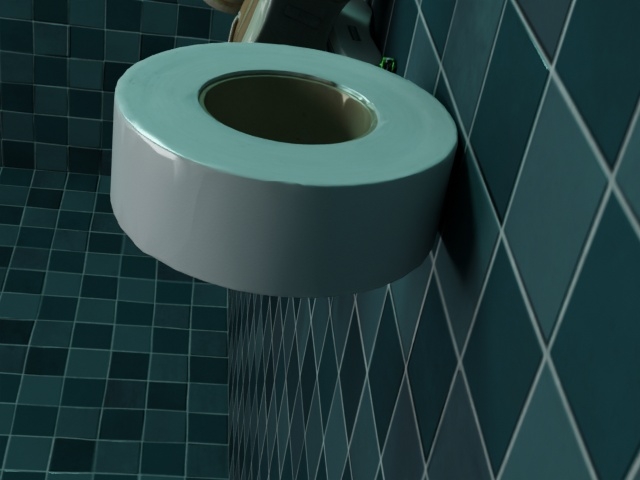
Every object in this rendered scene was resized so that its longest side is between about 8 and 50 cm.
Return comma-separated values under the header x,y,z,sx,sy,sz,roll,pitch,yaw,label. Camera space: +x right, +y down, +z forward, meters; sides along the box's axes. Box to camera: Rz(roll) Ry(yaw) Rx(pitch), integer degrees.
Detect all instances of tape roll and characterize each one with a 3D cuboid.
x,y,z,sx,sy,sz,roll,pitch,yaw,label
-0.031,-0.070,0.860,0.286,0.286,0.100,-100,17,-59,tape roll

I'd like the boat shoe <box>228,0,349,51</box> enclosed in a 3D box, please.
x,y,z,sx,sy,sz,roll,pitch,yaw,label
-0.024,-0.306,1.184,0.324,0.123,0.116,-59,32,9,boat shoe

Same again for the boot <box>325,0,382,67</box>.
x,y,z,sx,sy,sz,roll,pitch,yaw,label
0.026,-0.228,1.253,0.190,0.069,0.086,-97,20,-49,boot

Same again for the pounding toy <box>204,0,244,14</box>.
x,y,z,sx,sy,sz,roll,pitch,yaw,label
-0.105,-0.388,1.521,0.155,0.154,0.270,110,163,-55,pounding toy

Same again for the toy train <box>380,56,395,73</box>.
x,y,z,sx,sy,sz,roll,pitch,yaw,label
0.068,-0.161,1.125,0.024,0.017,0.083,-81,-1,-66,toy train
